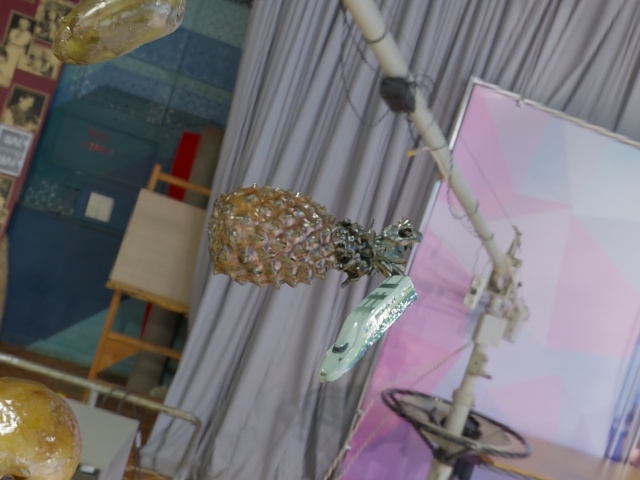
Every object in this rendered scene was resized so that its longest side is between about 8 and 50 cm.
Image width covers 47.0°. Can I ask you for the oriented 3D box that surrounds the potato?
[{"bbox_3d":[-0.419,-0.454,1.515,0.141,0.296,0.191,62,-1,-16],"label":"potato"}]

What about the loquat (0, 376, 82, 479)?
[{"bbox_3d":[-0.499,0.330,1.200,0.238,0.193,0.238,29,-1,1],"label":"loquat"}]

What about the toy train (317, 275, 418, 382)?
[{"bbox_3d":[0.069,0.138,1.173,0.052,0.051,0.234,-1,29,47],"label":"toy train"}]

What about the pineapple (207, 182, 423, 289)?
[{"bbox_3d":[0.000,0.000,1.198,0.362,0.174,0.175,2,9,-21],"label":"pineapple"}]
